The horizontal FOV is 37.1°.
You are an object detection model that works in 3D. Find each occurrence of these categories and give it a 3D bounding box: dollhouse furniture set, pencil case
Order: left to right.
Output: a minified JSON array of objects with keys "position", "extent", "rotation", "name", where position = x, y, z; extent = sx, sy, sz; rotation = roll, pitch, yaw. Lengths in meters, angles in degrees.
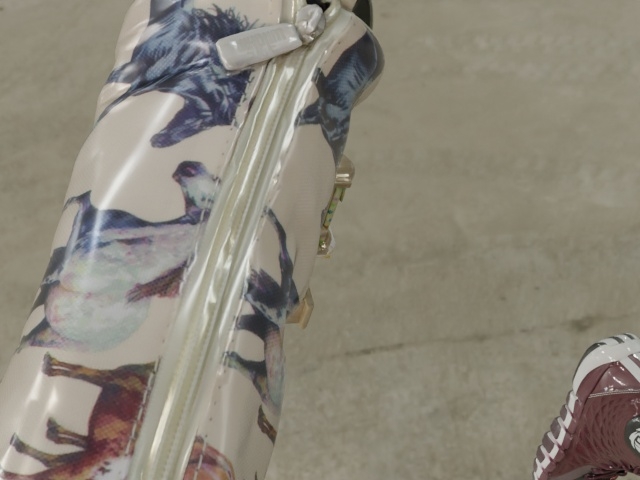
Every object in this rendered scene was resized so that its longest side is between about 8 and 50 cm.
[{"position":[-0.076,0.038,0.496],"extent":[0.160,0.183,0.410],"rotation":[18,62,-9],"name":"pencil case"},{"position":[-0.004,-0.029,0.962],"extent":[0.101,0.181,0.160],"rotation":[0,47,-19],"name":"dollhouse furniture set"}]

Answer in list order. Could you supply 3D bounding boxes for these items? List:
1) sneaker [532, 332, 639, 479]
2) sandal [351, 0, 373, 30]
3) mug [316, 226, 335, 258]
[{"position":[0.341,0.255,1.084],"extent":[0.107,0.281,0.162],"rotation":[-15,41,-25],"name":"sneaker"},{"position":[-0.003,-0.371,1.381],"extent":[0.120,0.086,0.302],"rotation":[-26,66,9],"name":"sandal"},{"position":[0.001,-0.003,1.645],"extent":[0.078,0.062,0.064],"rotation":[14,39,-43],"name":"mug"}]
